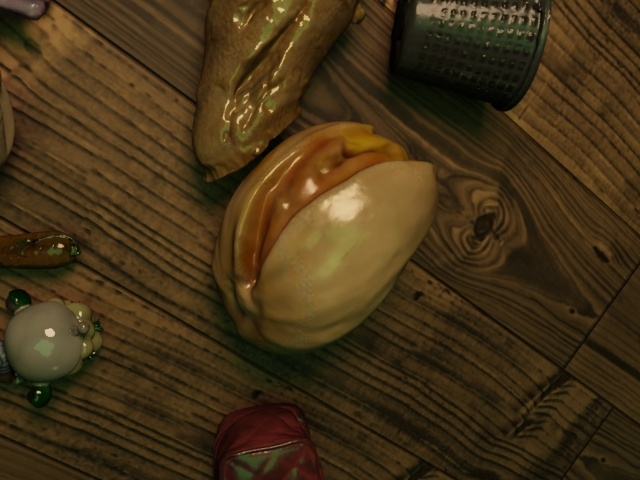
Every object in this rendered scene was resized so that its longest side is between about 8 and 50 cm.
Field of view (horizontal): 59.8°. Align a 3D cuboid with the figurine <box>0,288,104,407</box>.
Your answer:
[{"bbox_3d":[-0.364,0.132,0.670,0.197,0.093,0.147,-17,83,-2],"label":"figurine"}]

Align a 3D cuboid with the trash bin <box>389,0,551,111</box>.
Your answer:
[{"bbox_3d":[0.173,-0.261,0.692,0.160,0.175,0.176,8,100,-4],"label":"trash bin"}]

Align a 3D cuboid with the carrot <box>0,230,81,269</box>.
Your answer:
[{"bbox_3d":[-0.416,0.018,0.657,0.254,0.049,0.049,-5,103,-9],"label":"carrot"}]

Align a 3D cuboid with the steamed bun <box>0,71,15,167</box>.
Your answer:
[{"bbox_3d":[-0.409,-0.145,0.581,0.182,0.106,0.183,-2,121,-3],"label":"steamed bun"}]

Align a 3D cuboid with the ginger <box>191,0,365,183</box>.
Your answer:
[{"bbox_3d":[-0.060,-0.228,0.649,0.189,0.126,0.354,19,95,-22],"label":"ginger"}]

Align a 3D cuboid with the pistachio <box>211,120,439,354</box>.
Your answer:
[{"bbox_3d":[0.000,0.000,0.678,0.230,0.230,0.309,41,86,-18],"label":"pistachio"}]

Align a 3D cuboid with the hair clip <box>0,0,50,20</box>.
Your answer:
[{"bbox_3d":[-0.428,-0.265,0.556,0.278,0.137,0.090,-5,127,-9],"label":"hair clip"}]

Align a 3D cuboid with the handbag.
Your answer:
[{"bbox_3d":[-0.070,0.346,0.766,0.146,0.135,0.225,-8,99,-12],"label":"handbag"}]
